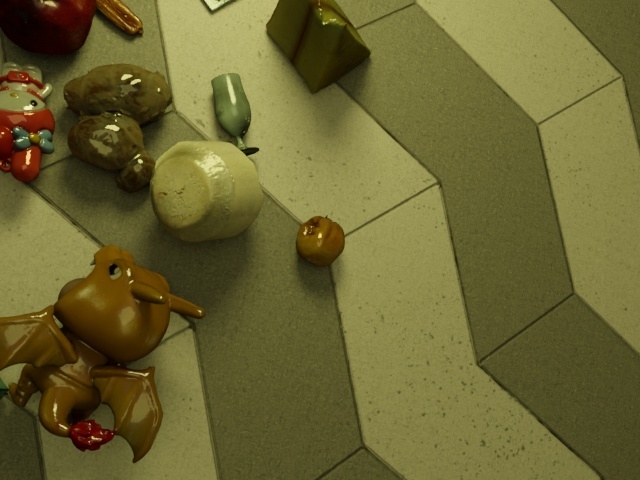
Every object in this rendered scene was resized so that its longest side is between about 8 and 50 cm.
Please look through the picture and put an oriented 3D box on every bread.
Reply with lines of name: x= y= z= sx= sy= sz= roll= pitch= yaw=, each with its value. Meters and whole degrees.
bread: x=0.032 y=-0.566 z=1.421 sx=0.245 sy=0.361 sz=0.233 roll=-37 pitch=93 yaw=-15

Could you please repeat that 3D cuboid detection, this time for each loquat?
loquat: x=0.000 y=0.000 z=1.468 sx=0.137 sy=0.113 sz=0.137 roll=6 pitch=67 yaw=-14

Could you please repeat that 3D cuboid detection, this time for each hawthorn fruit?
hawthorn fruit: x=-0.613 y=-0.545 z=1.285 sx=0.210 sy=0.266 sz=0.230 roll=30 pitch=78 yaw=-30

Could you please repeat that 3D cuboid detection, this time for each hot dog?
hot dog: x=-0.508 y=-0.573 z=1.431 sx=0.144 sy=0.038 sz=0.062 roll=40 pitch=71 yaw=-10

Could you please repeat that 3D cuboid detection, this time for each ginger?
ginger: x=-0.485 y=-0.270 z=1.350 sx=0.244 sy=0.155 sz=0.304 roll=6 pitch=89 yaw=-23

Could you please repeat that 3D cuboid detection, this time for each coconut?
coconut: x=-0.261 y=-0.118 z=1.347 sx=0.237 sy=0.266 sz=0.237 roll=2 pitch=94 yaw=24

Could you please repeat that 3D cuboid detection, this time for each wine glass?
wine glass: x=-0.221 y=-0.319 z=1.453 sx=0.093 sy=0.093 sz=0.202 roll=-13 pitch=89 yaw=-18

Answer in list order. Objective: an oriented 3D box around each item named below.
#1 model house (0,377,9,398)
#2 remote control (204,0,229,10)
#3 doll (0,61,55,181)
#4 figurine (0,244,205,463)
model house: x=-0.753 y=0.284 z=1.201 sx=0.119 sy=0.148 sz=0.149 roll=-27 pitch=78 yaw=-13
remote control: x=-0.244 y=-0.678 z=1.527 sx=0.162 sy=0.029 sz=0.061 roll=-37 pitch=92 yaw=-13
doll: x=-0.688 y=-0.268 z=1.289 sx=0.161 sy=0.130 sz=0.290 roll=3 pitch=67 yaw=-22
figurine: x=-0.460 y=0.238 z=1.220 sx=0.401 sy=0.268 sz=0.387 roll=36 pitch=85 yaw=-2
